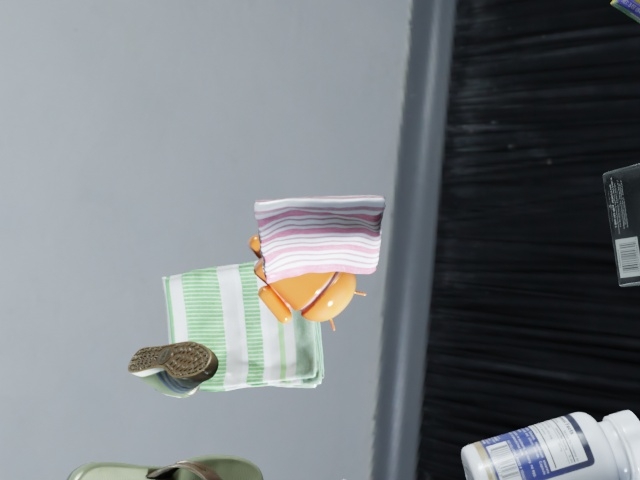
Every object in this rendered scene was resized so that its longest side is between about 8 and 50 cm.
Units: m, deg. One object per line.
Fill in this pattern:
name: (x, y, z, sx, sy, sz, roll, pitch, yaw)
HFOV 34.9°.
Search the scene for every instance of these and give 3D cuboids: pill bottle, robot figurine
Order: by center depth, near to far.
pill bottle: (0.230, 0.221, 0.986, 0.169, 0.094, 0.094, -16, 106, -1)
robot figurine: (-0.029, 0.056, 1.783, 0.219, 0.128, 0.158, 42, 43, -4)

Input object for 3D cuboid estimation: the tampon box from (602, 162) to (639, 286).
tampon box: (0.383, -0.023, 1.014, 0.161, 0.101, 0.121, -4, 85, -28)

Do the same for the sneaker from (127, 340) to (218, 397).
sneaker: (-0.209, 0.205, 1.575, 0.086, 0.192, 0.064, 46, 54, -34)

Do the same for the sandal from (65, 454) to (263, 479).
sandal: (-0.195, 0.347, 1.357, 0.302, 0.086, 0.120, 7, 69, -40)

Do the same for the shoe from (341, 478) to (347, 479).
shoe: (0.039, 0.311, 0.934, 0.058, 0.219, 0.077, -31, 134, -1)

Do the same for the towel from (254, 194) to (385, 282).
towel: (0.000, 0.000, 1.167, 0.144, 0.197, 0.029, -4, 67, -2)

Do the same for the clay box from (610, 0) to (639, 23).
clay box: (0.460, -0.339, 1.191, 0.127, 0.053, 0.222, 33, 104, 1)

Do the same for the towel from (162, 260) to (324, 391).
towel: (-0.153, 0.167, 1.951, 0.038, 0.324, 0.248, -1, 84, -66)
